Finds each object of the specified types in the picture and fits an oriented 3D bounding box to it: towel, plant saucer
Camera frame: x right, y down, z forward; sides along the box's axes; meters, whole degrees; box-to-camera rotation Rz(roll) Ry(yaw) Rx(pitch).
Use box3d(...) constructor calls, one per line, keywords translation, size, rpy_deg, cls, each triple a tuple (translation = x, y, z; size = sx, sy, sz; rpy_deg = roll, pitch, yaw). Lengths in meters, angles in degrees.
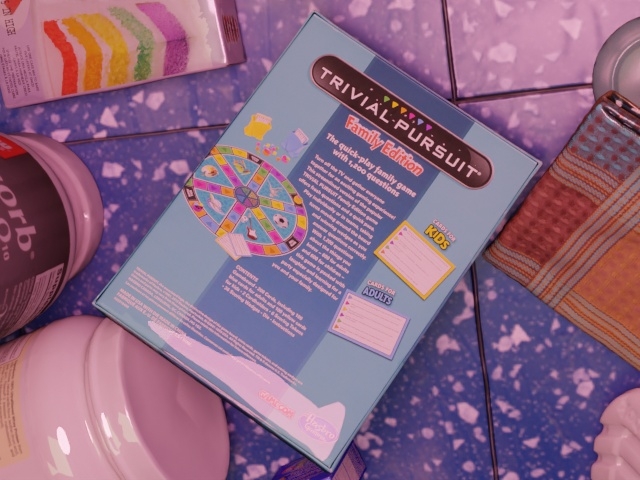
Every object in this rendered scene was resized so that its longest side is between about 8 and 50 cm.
box3d(translation=(0.339, 0.055, 1.019), size=(0.370, 0.040, 0.271), rpy_deg=(35, 145, 5), cls="towel")
box3d(translation=(0.307, -0.146, 1.070), size=(0.119, 0.021, 0.119), rpy_deg=(3, 102, 13), cls="plant saucer")

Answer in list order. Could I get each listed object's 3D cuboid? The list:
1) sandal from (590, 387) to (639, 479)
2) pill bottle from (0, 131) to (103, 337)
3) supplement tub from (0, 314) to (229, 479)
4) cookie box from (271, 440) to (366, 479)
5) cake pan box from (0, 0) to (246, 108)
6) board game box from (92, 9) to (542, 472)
box3d(translation=(0.323, 0.344, 1.125), size=(0.102, 0.169, 0.416), rpy_deg=(-1, 106, -27), cls="sandal")
box3d(translation=(-0.355, 0.005, 1.088), size=(0.210, 0.363, 0.210), rpy_deg=(3, 103, 14), cls="pill bottle")
box3d(translation=(-0.280, 0.213, 1.182), size=(0.325, 0.235, 0.235), rpy_deg=(-22, 96, 17), cls="supplement tub")
box3d(translation=(-0.010, 0.250, 1.189), size=(0.092, 0.107, 0.040), rpy_deg=(-26, 95, 18), cls="cookie box")
box3d(translation=(-0.216, -0.278, 1.150), size=(0.246, 0.070, 0.266), rpy_deg=(-7, 99, 13), cls="cake pan box")
box3d(translation=(0.000, 0.000, 1.074), size=(0.254, 0.079, 0.336), rpy_deg=(35, 79, 5), cls="board game box")
